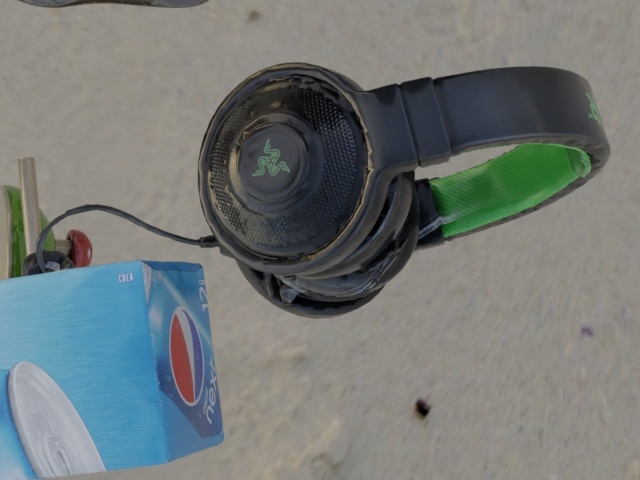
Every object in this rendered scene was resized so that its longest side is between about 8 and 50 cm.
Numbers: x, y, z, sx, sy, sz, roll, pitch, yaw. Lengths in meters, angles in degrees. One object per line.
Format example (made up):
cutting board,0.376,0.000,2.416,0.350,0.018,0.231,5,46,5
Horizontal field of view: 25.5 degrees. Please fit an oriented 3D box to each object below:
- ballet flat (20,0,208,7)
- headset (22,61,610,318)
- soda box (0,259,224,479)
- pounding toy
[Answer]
ballet flat,-0.197,-0.247,1.246,0.250,0.058,0.084,8,117,19
headset,0.000,0.000,0.931,0.394,0.243,0.185,-13,76,2
soda box,-0.147,0.056,0.521,0.210,0.067,0.071,-9,87,13
pounding toy,-0.280,0.029,1.463,0.110,0.237,0.182,4,74,-22
